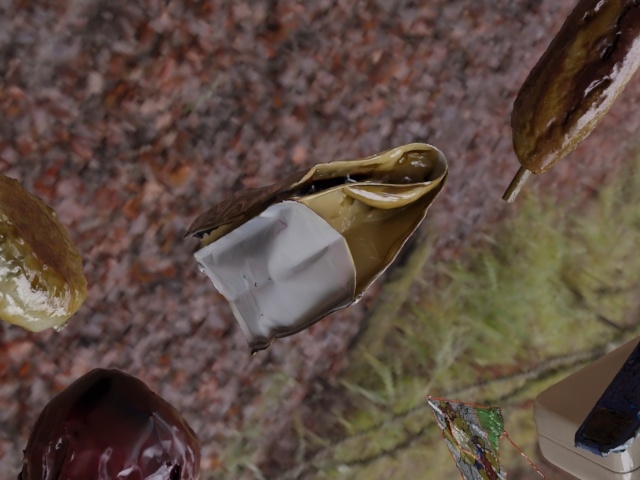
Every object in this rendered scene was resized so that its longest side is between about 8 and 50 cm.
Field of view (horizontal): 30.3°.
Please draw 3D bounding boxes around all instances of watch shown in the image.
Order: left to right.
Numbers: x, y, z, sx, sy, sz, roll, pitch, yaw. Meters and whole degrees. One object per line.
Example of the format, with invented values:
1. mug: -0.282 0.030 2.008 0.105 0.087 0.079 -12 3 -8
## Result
1. watch: 0.338 0.162 1.074 0.274 0.068 0.276 -51 139 -27

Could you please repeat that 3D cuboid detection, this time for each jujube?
1. jujube: -0.314 0.376 1.711 0.258 0.258 0.376 33 69 -72

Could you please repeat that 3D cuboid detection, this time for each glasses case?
1. glasses case: 0.393 0.149 1.253 0.336 0.144 0.076 -24 113 -23

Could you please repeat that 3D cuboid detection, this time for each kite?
1. kite: 0.148 0.194 0.860 0.006 0.244 0.198 -33 -155 20

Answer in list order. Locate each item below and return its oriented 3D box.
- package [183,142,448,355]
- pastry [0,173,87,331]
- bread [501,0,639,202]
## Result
1. package: -0.027 -0.018 1.381 0.221 0.165 0.311 -54 -168 -26
2. pastry: -0.423 0.018 1.597 0.121 0.257 0.236 -35 -165 8
3. bread: 0.252 -0.178 1.059 0.344 0.084 0.124 -58 173 21
